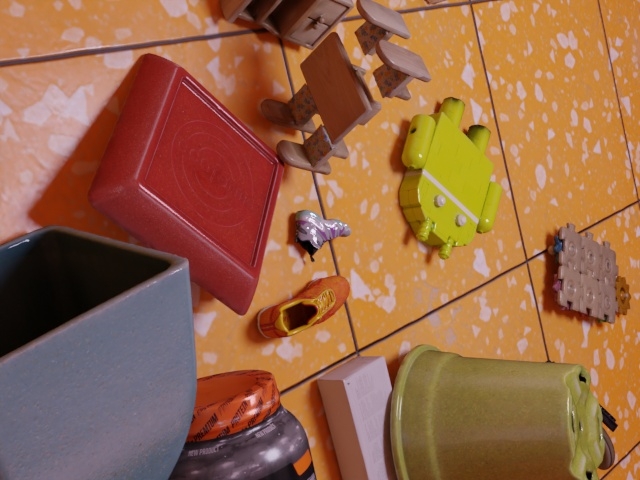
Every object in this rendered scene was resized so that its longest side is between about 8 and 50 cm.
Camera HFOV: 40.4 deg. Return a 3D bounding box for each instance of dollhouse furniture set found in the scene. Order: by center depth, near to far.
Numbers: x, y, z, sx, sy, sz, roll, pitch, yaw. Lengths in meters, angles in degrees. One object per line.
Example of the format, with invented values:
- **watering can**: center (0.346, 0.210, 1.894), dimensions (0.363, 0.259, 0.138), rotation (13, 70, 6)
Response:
- **dollhouse furniture set**: center (-0.013, -0.250, 1.165), dimensions (0.161, 0.212, 0.242), rotation (9, 50, -45)

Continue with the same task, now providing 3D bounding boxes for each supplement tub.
- **supplement tub**: center (-0.096, 0.337, 1.020), dimensions (0.207, 0.207, 0.338), rotation (-18, 98, -44)

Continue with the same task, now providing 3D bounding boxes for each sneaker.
- **sneaker**: center (-0.010, 0.097, 1.227), dimensions (0.175, 0.067, 0.064), rotation (-29, 104, -44)
- **sneaker**: center (0.000, 0.000, 1.270), dimensions (0.098, 0.038, 0.069), rotation (17, 76, -32)

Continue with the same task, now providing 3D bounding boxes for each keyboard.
- **keyboard**: center (0.496, 0.293, 1.630), dimensions (0.023, 0.180, 0.108), rotation (-41, 113, 3)

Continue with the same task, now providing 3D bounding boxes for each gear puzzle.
- **gear puzzle**: center (0.563, 0.081, 1.805), dimensions (0.339, 0.044, 0.176), rotation (18, 71, -44)

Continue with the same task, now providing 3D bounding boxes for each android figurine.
- **android figurine**: center (0.220, -0.101, 1.480), dimensions (0.248, 0.056, 0.273), rotation (39, 58, -34)

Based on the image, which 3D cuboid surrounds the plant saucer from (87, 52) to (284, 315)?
- **plant saucer**: center (-0.142, -0.078, 1.083), dimensions (0.258, 0.047, 0.259), rotation (41, 42, -33)

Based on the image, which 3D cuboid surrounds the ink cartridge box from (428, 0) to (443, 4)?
- **ink cartridge box**: center (0.211, -0.578, 1.477), dimensions (0.201, 0.117, 0.278), rotation (37, 61, -35)

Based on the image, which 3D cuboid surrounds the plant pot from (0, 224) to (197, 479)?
- **plant pot**: center (-0.270, 0.158, 0.857), dimensions (0.248, 0.247, 0.252), rotation (-31, 121, -41)

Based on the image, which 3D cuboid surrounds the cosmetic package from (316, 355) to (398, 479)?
- **cosmetic package**: center (0.071, 0.300, 1.286), dimensions (0.099, 0.060, 0.239), rotation (-22, 101, -47)

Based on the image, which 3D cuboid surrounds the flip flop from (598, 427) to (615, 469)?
- **flip flop**: center (0.465, 0.344, 1.643), dimensions (0.080, 0.112, 0.277), rotation (-44, 121, -9)

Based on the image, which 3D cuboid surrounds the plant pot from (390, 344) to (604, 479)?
- **plant pot**: center (0.280, 0.285, 1.313), dimensions (0.276, 0.253, 0.276), rotation (24, 61, -56)
